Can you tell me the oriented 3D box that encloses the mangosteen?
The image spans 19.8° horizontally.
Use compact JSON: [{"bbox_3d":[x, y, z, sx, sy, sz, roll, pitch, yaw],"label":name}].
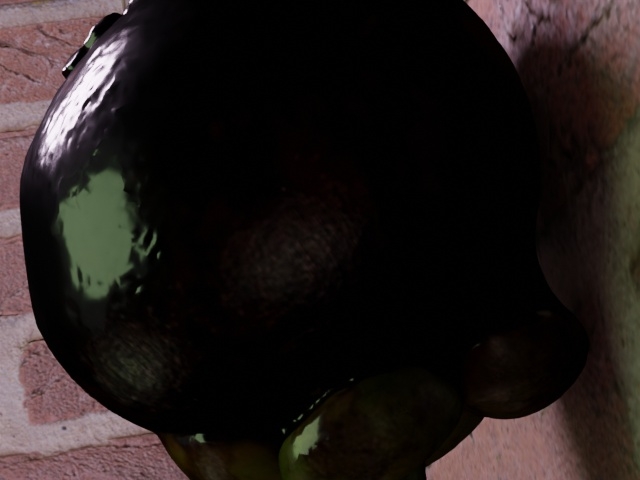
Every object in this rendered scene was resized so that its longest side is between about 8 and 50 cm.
[{"bbox_3d":[-0.002,-0.012,0.966,0.313,0.297,0.297,26,143,20],"label":"mangosteen"}]
